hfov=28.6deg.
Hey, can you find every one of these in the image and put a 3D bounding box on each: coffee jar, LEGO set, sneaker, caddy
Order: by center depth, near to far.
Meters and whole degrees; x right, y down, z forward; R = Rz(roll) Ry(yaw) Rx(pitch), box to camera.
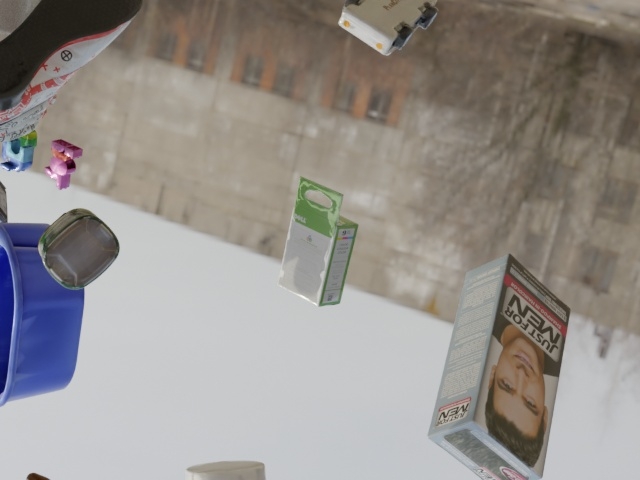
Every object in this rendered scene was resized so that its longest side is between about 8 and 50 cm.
[{"bbox_3d":[-0.344,-0.231,1.598,0.090,0.270,0.145,43,150,2],"label":"sneaker"},{"bbox_3d":[-0.323,0.008,1.670,0.079,0.096,0.184,50,173,-14],"label":"coffee jar"},{"bbox_3d":[-0.472,-0.124,1.883,0.227,0.093,0.087,24,-154,29],"label":"LEGO set"},{"bbox_3d":[-0.542,0.124,2.185,0.179,0.341,0.241,-5,-153,-35],"label":"caddy"}]

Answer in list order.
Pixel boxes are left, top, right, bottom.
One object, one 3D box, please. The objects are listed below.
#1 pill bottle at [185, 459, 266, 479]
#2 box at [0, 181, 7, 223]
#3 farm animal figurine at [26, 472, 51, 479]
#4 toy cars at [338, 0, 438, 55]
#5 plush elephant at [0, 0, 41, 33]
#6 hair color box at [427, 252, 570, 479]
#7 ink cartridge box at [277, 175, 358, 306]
[{"bbox_3d":[-0.144,0.522,2.022,0.176,0.318,0.176,-3,178,0],"label":"pill bottle"},{"bbox_3d":[-0.702,-0.100,2.164,0.242,0.076,0.307,-10,157,2],"label":"box"},{"bbox_3d":[-0.403,0.458,1.619,0.172,0.327,0.330,-17,-176,38],"label":"farm animal figurine"},{"bbox_3d":[0.063,-0.376,1.830,0.176,0.087,0.394,9,-138,-26],"label":"toy cars"},{"bbox_3d":[-0.489,-0.368,1.603,0.272,0.255,0.330,-3,-160,-8],"label":"plush elephant"},{"bbox_3d":[0.322,0.229,2.223,0.185,0.374,0.113,40,137,-24],"label":"hair color box"},{"bbox_3d":[0.000,0.000,2.207,0.109,0.209,0.062,26,-158,39],"label":"ink cartridge box"}]
